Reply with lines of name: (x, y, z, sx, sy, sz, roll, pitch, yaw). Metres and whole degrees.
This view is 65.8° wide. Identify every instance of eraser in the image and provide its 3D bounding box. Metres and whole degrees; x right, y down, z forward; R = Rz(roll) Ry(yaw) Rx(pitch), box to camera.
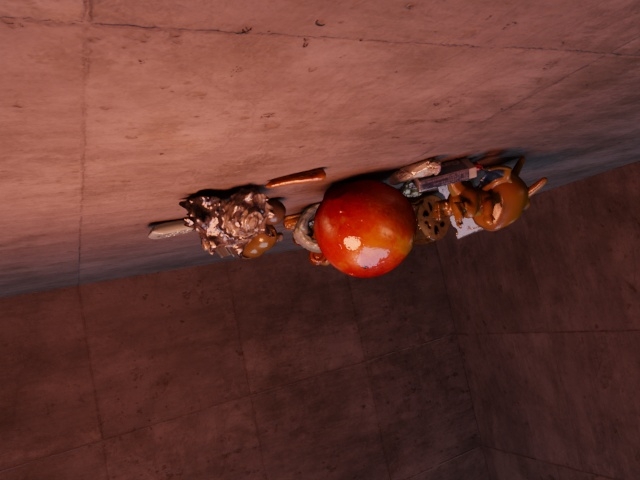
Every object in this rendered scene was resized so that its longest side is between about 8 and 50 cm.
eraser: (0.436, -0.235, 1.754, 0.212, 0.046, 0.092, -15, -146, -2)

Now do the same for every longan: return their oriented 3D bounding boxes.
longan: (-0.172, -0.103, 1.794, 0.113, 0.092, 0.113, -25, 176, -2)

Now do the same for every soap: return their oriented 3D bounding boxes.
soap: (0.644, -0.147, 2.231, 0.158, 0.258, 0.302, -13, 174, 24)

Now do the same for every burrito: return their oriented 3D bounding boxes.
burrito: (0.322, -0.235, 1.704, 0.203, 0.064, 0.064, -13, 175, 36)

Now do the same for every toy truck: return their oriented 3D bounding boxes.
toy truck: (0.000, 0.000, 2.397, 0.211, 0.288, 0.204, -36, 176, -6)

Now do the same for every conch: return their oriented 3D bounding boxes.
conch: (-0.279, -0.073, 1.535, 0.312, 0.186, 0.241, 11, 137, -26)

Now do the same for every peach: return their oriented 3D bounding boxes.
peach: (0.147, -0.050, 1.768, 0.387, 0.389, 0.388, -12, 174, -1)

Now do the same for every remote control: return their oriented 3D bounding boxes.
remote control: (-0.486, -0.056, 1.833, 0.293, 0.051, 0.103, -13, 176, -32)

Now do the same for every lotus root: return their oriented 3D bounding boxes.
lotus root: (0.484, -0.090, 2.500, 0.250, 0.251, 0.346, -10, 174, -18)

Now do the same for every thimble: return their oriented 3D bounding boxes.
thimble: (0.005, -0.051, 2.098, 0.249, 0.205, 0.172, -13, 174, -8)

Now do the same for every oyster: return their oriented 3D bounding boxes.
oyster: (0.392, -0.217, 1.939, 0.163, 0.081, 0.191, -17, 177, 10)

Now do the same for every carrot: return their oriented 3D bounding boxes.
carrot: (-0.077, -0.186, 1.496, 0.189, 0.037, 0.037, -9, 175, 4)

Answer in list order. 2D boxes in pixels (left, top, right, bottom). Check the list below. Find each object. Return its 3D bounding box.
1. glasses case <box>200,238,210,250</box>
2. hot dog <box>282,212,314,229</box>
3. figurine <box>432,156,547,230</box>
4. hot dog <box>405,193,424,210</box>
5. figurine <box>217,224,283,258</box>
glasses case: (-0.428, -0.005, 2.268, 0.247, 0.087, 0.065, -5, 177, -35)
hot dog: (-0.042, -0.099, 2.245, 0.268, 0.072, 0.115, -11, 167, 0)
figurine: (0.659, -0.177, 1.941, 0.386, 0.268, 0.401, -8, 170, -21)
hot dog: (0.342, -0.154, 2.225, 0.271, 0.122, 0.196, -8, 163, -21)
figurine: (-0.307, -0.006, 2.108, 0.284, 0.167, 0.342, -6, -160, 38)
